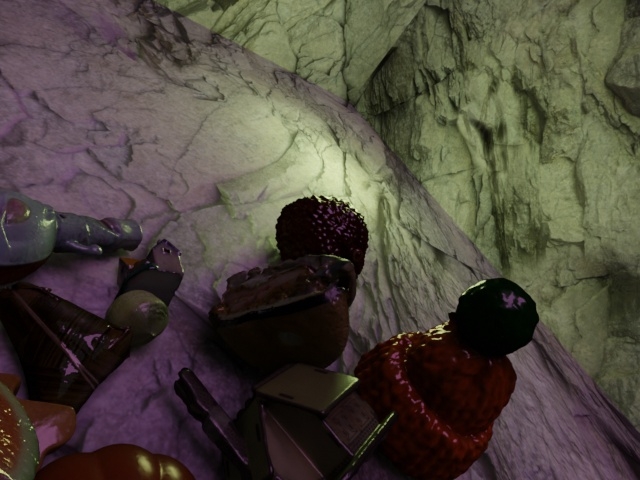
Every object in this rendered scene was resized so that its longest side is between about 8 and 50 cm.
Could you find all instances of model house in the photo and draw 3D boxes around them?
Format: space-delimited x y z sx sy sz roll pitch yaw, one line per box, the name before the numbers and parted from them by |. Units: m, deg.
model house | -0.291 0.050 0.760 0.088 0.100 0.100 16 34 -37
model house | -0.063 0.257 0.661 0.279 0.205 0.218 42 24 20

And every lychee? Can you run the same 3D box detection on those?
lychee | 0.000 0.000 1.098 0.236 0.236 0.271 18 9 -38

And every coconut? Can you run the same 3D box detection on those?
coconut | -0.278 0.121 0.687 0.096 0.087 0.088 34 19 36

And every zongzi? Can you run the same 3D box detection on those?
zongzi | -0.364 0.150 0.558 0.187 0.084 0.184 28 47 -2

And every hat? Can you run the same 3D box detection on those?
hat | 0.269 0.248 0.865 0.285 0.400 0.285 35 23 -18

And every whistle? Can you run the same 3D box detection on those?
whistle | -0.420 -0.007 0.669 0.142 0.133 0.346 6 2 24

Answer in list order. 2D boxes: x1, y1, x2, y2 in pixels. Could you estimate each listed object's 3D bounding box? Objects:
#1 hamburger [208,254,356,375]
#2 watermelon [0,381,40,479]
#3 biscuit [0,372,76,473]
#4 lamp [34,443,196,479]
hamburger | -0.053 0.137 0.786 0.167 0.288 0.192 -77 146 -50
watermelon | -0.351 0.182 0.373 0.231 0.146 0.128 24 -22 43
biscuit | -0.383 0.194 0.440 0.239 0.041 0.212 40 43 10
lamp | -0.197 0.299 0.394 0.223 0.196 0.223 10 73 -34
